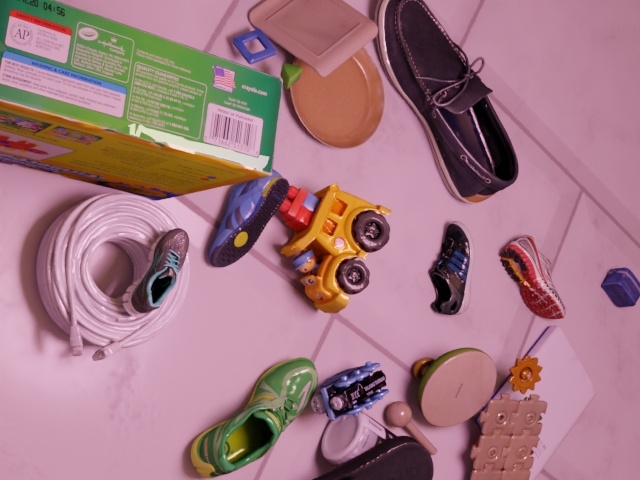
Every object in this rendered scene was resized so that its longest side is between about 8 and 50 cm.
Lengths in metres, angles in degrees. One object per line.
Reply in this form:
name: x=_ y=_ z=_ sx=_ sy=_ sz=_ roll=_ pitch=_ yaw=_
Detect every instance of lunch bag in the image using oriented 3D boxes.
lunch bag: x=0.749 y=0.111 z=2.432 sx=0.098 sy=0.067 sz=0.065 roll=51 pitch=59 yaw=-20

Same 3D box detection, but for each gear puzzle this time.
gear puzzle: x=0.394 y=0.401 z=2.092 sx=0.176 sy=0.044 sz=0.338 roll=6 pitch=101 yaw=-28

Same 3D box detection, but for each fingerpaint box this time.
fingerpaint box: x=-0.344 y=-0.199 z=1.466 sx=0.445 sy=0.371 sz=0.163 roll=13 pitch=78 yaw=-34

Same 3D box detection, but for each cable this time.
cable: x=-0.338 y=0.051 z=1.623 sx=0.257 sy=0.089 sz=0.257 roll=-19 pitch=96 yaw=-37

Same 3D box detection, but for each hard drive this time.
hard drive: x=0.497 y=0.376 z=2.236 sx=0.319 sy=0.040 sz=0.210 roll=-44 pitch=110 yaw=-31

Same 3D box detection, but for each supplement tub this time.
supplement tub: x=0.103 y=0.416 z=1.894 sx=0.190 sy=0.117 sz=0.117 roll=39 pitch=64 yaw=-27

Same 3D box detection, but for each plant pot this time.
plant pot: x=0.029 y=-0.297 z=1.962 sx=0.236 sy=0.032 sz=0.236 roll=5 pitch=82 yaw=-36

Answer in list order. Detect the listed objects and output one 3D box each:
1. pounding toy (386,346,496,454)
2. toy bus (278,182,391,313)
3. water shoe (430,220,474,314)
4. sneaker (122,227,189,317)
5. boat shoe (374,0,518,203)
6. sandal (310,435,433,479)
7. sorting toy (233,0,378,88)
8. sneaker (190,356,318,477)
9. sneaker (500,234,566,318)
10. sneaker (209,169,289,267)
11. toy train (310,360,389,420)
pounding toy: x=0.242 y=0.301 z=2.035 sx=0.237 sy=0.110 sz=0.183 roll=-47 pitch=128 yaw=1
toy bus: x=0.000 y=0.000 z=1.854 sx=0.212 sy=0.149 sz=0.220 roll=30 pitch=71 yaw=-17
water shoe: x=0.277 y=0.057 z=2.086 sx=0.080 sy=0.073 sz=0.203 roll=3 pitch=83 yaw=-34
sneaker: x=-0.250 y=0.052 z=1.584 sx=0.065 sy=0.076 sz=0.166 roll=38 pitch=63 yaw=-29
boat shoe: x=0.276 y=-0.311 z=2.072 sx=0.187 sy=0.156 sz=0.500 roll=-34 pitch=104 yaw=-32
sandal: x=0.020 y=0.505 z=1.756 sx=0.446 sy=0.107 sz=0.167 roll=-32 pitch=115 yaw=-13
sorting toy: x=-0.013 y=-0.413 z=1.903 sx=0.196 sy=0.047 sz=0.348 roll=40 pitch=60 yaw=12
sneaker: x=-0.095 y=0.323 z=1.752 sx=0.295 sy=0.124 sz=0.109 roll=-41 pitch=109 yaw=-33
sneaker: x=0.504 y=0.086 z=2.241 sx=0.093 sy=0.088 sz=0.225 roll=-43 pitch=110 yaw=-33
sneaker: x=-0.145 y=-0.045 z=1.798 sx=0.209 sy=0.082 sz=0.069 roll=-55 pitch=147 yaw=-9
toy train: x=0.054 y=0.286 z=1.851 sx=0.184 sy=0.105 sz=0.080 roll=-18 pitch=90 yaw=-58
